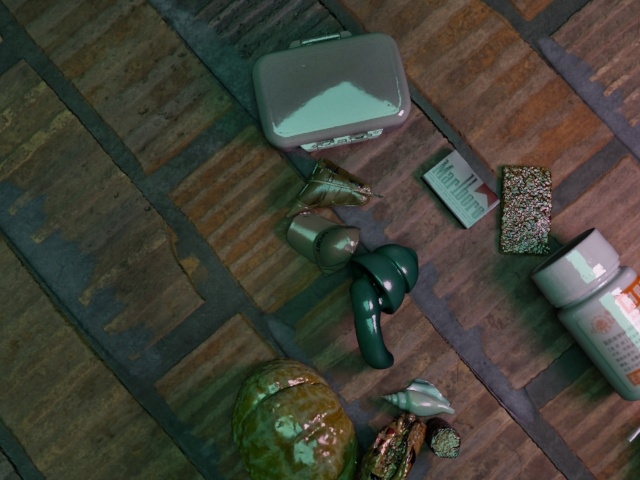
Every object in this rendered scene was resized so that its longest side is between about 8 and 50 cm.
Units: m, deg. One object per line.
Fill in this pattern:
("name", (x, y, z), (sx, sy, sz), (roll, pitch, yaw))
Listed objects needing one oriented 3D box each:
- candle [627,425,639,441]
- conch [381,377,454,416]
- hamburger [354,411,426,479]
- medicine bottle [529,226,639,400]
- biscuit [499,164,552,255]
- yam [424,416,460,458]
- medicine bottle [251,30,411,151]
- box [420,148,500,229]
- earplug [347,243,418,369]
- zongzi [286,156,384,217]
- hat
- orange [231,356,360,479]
("candle", (0.899, 0.497, 1.764), (0.342, 0.221, 0.221), (43, 85, 6))
("conch", (0.236, 0.386, 1.865), (0.180, 0.088, 0.065), (10, 127, -5))
("hamburger", (0.162, 0.504, 1.768), (0.107, 0.231, 0.230), (24, 84, 15))
("medicine bottle", (0.682, 0.171, 1.806), (0.211, 0.211, 0.371), (-36, 85, -4))
("biscuit", (0.516, -0.077, 1.930), (0.131, 0.025, 0.230), (2, 84, 0))
("yam", (0.285, 0.463, 1.809), (0.079, 0.141, 0.079), (0, 85, 0))
("medicine bottle", (0.027, -0.368, 1.916), (0.375, 0.123, 0.282), (-12, 85, 0))
("box", (0.351, -0.129, 1.931), (0.115, 0.036, 0.177), (-40, 84, -5))
("earplug", (0.156, 0.143, 1.840), (0.257, 0.164, 0.280), (44, 75, -2))
("zongzi", (0.035, -0.088, 1.902), (0.189, 0.081, 0.178), (32, 84, 5))
("hat", (0.000, 0.000, 1.892), (0.175, 0.085, 0.147), (27, 85, 2))
("orange", (-0.060, 0.457, 1.782), (0.271, 0.210, 0.368), (-27, 86, -5))
